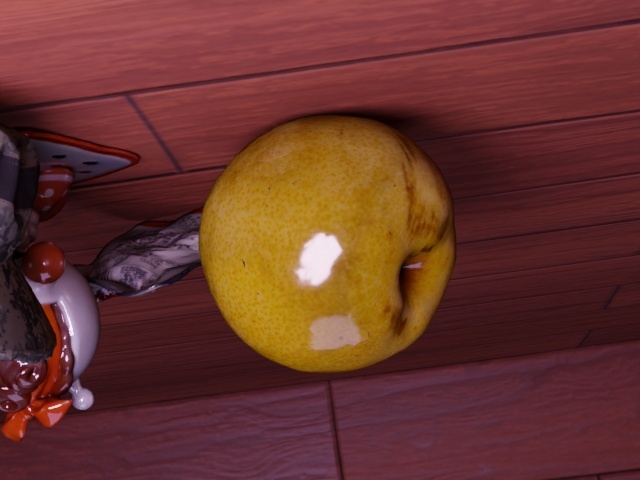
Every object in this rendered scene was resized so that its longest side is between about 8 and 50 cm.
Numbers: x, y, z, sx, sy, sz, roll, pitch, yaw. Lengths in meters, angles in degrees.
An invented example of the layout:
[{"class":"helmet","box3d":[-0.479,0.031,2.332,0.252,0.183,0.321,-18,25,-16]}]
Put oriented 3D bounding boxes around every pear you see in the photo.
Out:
[{"class":"pear","box3d":[0.000,0.000,1.230,0.209,0.209,0.209,-7,168,-1]}]

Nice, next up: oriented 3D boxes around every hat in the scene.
[{"class":"hat","box3d":[-0.266,-0.034,1.054,0.265,0.128,0.265,29,-178,-1]}]

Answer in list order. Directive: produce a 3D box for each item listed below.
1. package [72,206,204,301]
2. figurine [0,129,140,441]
[{"class":"package","box3d":[-0.152,0.015,1.394,0.166,0.040,0.232,-11,-165,26]},{"class":"figurine","box3d":[-0.247,0.048,1.250,0.183,0.226,0.160,-14,168,31]}]
